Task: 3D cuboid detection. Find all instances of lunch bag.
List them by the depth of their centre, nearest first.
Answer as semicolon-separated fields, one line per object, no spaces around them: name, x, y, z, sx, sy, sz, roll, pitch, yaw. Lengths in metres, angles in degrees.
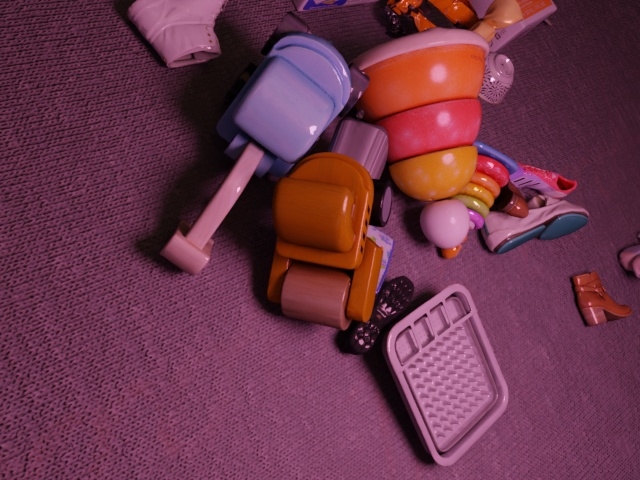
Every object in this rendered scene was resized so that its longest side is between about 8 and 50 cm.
lunch bag;0.087;0.031;1.224;0.128;0.096;0.151;32;70;-16

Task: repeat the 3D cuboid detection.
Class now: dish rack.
dish rack;0.275;0.294;1.233;0.285;0.072;0.333;-28;97;-34

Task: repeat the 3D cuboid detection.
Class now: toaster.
toaster;0.072;-0.162;1.211;0.129;0.227;0.147;18;64;6

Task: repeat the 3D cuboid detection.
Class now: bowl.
bowl;0.533;-0.513;1.669;0.170;0.080;0.170;9;69;-26

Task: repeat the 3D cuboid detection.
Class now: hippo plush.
hippo plush;1.090;0.115;1.731;0.294;0.234;0.237;-67;137;-71

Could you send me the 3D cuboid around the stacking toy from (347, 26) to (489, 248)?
stacking toy;0.255;-0.215;1.295;0.350;0.350;0.481;-10;89;-31

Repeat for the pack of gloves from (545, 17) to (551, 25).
pack of gloves;0.710;-0.829;1.882;0.232;0.046;0.195;-16;80;-56

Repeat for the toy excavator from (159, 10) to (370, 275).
toy excavator;-0.127;-0.189;1.082;0.222;0.433;0.445;37;31;-14

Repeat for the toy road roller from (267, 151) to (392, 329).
toy road roller;0.000;0.000;1.032;0.202;0.240;0.330;10;90;18

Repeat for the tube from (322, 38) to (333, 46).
tube;0.004;-0.428;1.364;0.080;0.052;0.207;10;63;-31

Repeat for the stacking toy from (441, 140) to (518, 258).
stacking toy;0.375;-0.088;1.410;0.165;0.175;0.302;26;74;-17

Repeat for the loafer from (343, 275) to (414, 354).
loafer;0.126;0.162;1.210;0.076;0.078;0.223;45;62;-1

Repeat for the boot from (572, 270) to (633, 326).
boot;0.830;0.163;1.614;0.197;0.073;0.153;-4;71;-33

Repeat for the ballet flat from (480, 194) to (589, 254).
ballet flat;0.600;-0.066;1.538;0.399;0.139;0.139;-12;80;-31

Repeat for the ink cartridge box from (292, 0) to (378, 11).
ink cartridge box;0.116;-0.701;1.362;0.303;0.307;0.072;-22;84;-33

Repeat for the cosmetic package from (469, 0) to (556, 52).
cosmetic package;0.512;-0.839;1.720;0.230;0.161;0.453;-36;92;-33

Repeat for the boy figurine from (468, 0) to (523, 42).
boy figurine;0.423;-0.534;1.496;0.092;0.285;0.177;46;23;1

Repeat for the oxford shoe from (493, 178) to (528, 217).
oxford shoe;0.503;-0.108;1.455;0.076;0.076;0.212;32;26;-7

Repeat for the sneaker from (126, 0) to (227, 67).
sneaker;-0.252;-0.484;1.210;0.292;0.108;0.169;-37;95;-23

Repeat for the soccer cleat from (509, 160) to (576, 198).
soccer cleat;0.635;-0.185;1.605;0.247;0.095;0.083;18;65;-24

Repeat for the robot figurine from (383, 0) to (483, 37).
robot figurine;0.310;-0.631;1.529;0.290;0.211;0.085;27;26;-28
